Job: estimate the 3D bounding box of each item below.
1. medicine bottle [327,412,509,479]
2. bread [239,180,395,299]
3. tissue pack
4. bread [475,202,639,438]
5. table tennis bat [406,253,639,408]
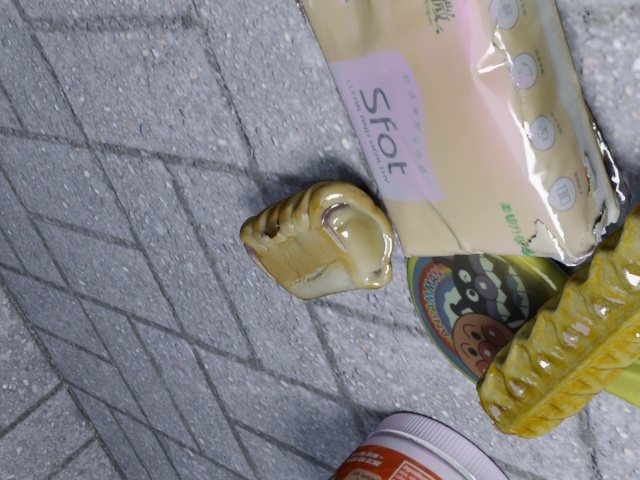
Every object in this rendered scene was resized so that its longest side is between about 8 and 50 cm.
[{"bbox_3d":[0.106,0.398,1.144,0.252,0.241,0.252,32,144,27],"label":"medicine bottle"},{"bbox_3d":[0.000,0.000,0.997,0.134,0.081,0.225,51,147,-14],"label":"bread"},{"bbox_3d":[0.113,-0.115,0.696,0.215,0.123,0.256,0,117,53],"label":"tissue pack"},{"bbox_3d":[0.238,0.057,0.715,0.084,0.077,0.367,13,136,-17],"label":"bread"},{"bbox_3d":[0.228,0.102,0.853,0.369,0.054,0.224,22,136,40],"label":"table tennis bat"}]
